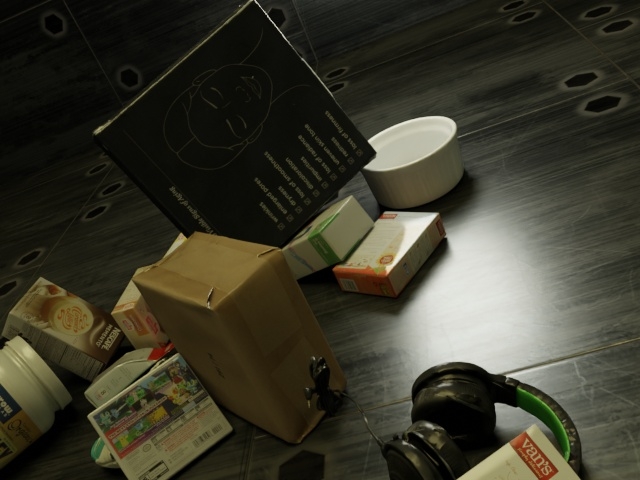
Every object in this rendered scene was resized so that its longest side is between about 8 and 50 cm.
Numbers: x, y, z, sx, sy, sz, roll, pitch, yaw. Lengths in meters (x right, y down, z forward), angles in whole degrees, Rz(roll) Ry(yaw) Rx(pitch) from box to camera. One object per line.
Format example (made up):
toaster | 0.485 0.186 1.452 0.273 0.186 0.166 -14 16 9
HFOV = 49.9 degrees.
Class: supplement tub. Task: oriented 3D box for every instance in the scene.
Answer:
supplement tub | -0.727 0.378 1.480 0.316 0.228 0.228 -41 31 -27

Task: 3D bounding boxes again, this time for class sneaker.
sneaker | -0.365 0.340 1.400 0.110 0.107 0.275 -17 25 40

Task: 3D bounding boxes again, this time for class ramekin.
ramekin | 0.242 -0.202 1.810 0.277 0.135 0.277 -20 28 11

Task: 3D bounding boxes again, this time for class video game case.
video game case | -0.297 0.341 1.283 0.201 0.183 0.023 -34 -13 -17

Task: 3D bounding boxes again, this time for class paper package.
paper package | -0.151 0.170 1.276 0.168 0.324 0.310 -41 31 -29

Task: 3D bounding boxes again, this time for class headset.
headset | 0.168 0.267 0.993 0.395 0.185 0.243 7 40 29

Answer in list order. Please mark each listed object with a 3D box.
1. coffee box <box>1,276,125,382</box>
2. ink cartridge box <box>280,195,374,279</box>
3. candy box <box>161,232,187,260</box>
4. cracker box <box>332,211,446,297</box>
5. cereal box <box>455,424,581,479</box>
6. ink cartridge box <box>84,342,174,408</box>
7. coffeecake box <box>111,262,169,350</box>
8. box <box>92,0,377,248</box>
coffee box | -0.603 0.214 1.644 0.098 0.247 0.141 -54 10 36
ink cartridge box | 0.000 0.000 1.632 0.212 0.093 0.154 -28 16 50
candy box | -0.403 0.019 2.065 0.105 0.027 0.205 -14 29 24
cracker box | 0.158 0.026 1.552 0.156 0.067 0.232 4 40 44
cereal box | 0.220 0.362 0.831 0.240 0.047 0.173 -33 64 -9
ink cartridge box | -0.396 0.258 1.504 0.232 0.066 0.189 -44 6 -8
coffeecake box | -0.419 0.168 1.689 0.068 0.142 0.185 -16 29 18
box | -0.214 -0.231 1.689 0.472 0.480 0.297 -44 17 -11
